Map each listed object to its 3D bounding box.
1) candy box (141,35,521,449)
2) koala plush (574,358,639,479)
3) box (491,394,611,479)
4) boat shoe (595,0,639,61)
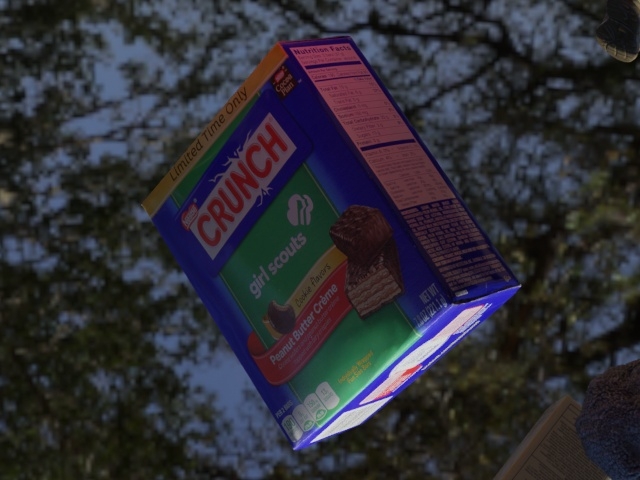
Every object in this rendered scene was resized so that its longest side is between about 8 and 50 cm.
[{"bbox_3d":[0.000,0.000,1.341,0.122,0.268,0.317,-10,-119,-49],"label":"candy box"},{"bbox_3d":[0.419,0.183,1.511,0.203,0.221,0.196,-6,-112,-24],"label":"koala plush"},{"bbox_3d":[0.338,0.412,2.117,0.148,0.121,0.311,41,-110,7],"label":"box"},{"bbox_3d":[0.396,-0.283,1.712,0.064,0.060,0.178,37,170,13],"label":"boat shoe"}]
